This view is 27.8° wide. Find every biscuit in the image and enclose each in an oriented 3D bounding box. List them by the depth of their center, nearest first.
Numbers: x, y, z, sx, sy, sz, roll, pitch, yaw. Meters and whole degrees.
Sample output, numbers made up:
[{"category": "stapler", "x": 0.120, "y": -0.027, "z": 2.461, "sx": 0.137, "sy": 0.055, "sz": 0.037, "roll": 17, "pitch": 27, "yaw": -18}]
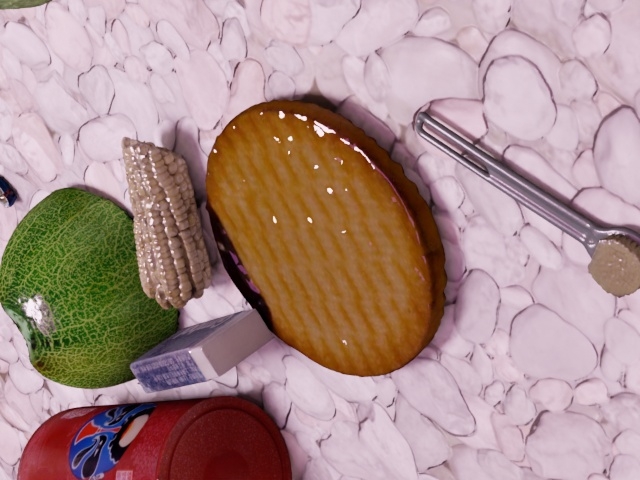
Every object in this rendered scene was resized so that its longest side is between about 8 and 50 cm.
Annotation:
[{"category": "biscuit", "x": 0.000, "y": 0.000, "z": 1.356, "sx": 0.318, "sy": 0.040, "sz": 0.318, "roll": 26, "pitch": 133, "yaw": 31}]

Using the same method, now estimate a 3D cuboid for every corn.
[{"category": "corn", "x": -0.175, "y": -0.025, "z": 1.490, "sx": 0.087, "sy": 0.087, "sz": 0.211, "roll": 13, "pitch": 117, "yaw": 40}]

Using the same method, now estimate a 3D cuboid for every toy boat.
[{"category": "toy boat", "x": -0.444, "y": -0.068, "z": 1.759, "sx": 0.083, "sy": 0.038, "sz": 0.038, "roll": 34, "pitch": 135, "yaw": 26}]

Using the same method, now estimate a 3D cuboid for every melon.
[{"category": "melon", "x": -0.284, "y": 0.071, "z": 1.586, "sx": 0.129, "sy": 0.169, "sz": 0.265, "roll": -16, "pitch": 104, "yaw": 47}]

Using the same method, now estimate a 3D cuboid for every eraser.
[{"category": "eraser", "x": -0.142, "y": 0.130, "z": 1.517, "sx": 0.046, "sy": 0.092, "sz": 0.212, "roll": 59, "pitch": 149, "yaw": -6}]

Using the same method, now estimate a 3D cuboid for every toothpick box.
[{"category": "toothpick box", "x": -0.217, "y": 0.305, "z": 1.646, "sx": 0.333, "sy": 0.204, "sz": 0.204, "roll": -13, "pitch": 105, "yaw": 48}]

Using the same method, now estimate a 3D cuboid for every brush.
[{"category": "brush", "x": 0.183, "y": -0.038, "z": 1.158, "sx": 0.266, "sy": 0.027, "sz": 0.062, "roll": 36, "pitch": 135, "yaw": 23}]

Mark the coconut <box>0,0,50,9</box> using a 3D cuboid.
[{"category": "coconut", "x": -0.273, "y": -0.370, "z": 1.108, "sx": 0.328, "sy": 0.328, "sz": 0.281, "roll": 63, "pitch": 165, "yaw": -7}]
